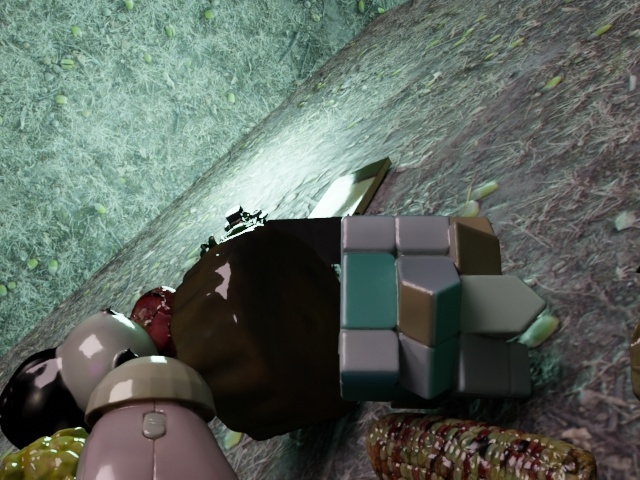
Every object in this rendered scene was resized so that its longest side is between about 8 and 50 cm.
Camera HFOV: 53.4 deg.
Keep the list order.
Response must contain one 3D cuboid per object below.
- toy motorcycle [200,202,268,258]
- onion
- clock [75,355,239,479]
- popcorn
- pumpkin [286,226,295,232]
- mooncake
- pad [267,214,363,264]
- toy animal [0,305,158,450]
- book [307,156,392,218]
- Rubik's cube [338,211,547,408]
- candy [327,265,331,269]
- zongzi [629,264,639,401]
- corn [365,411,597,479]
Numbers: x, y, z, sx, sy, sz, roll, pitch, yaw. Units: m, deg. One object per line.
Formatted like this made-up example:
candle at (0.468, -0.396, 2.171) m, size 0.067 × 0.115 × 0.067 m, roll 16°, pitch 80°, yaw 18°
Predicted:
toy motorcycle at (-0.214, -0.001, 1.641) m, size 0.187 × 0.125 × 0.275 m, roll -26°, pitch 21°, yaw 9°
onion at (-0.352, 0.197, 1.453) m, size 0.184 × 0.147 × 0.184 m, roll -18°, pitch 66°, yaw 45°
clock at (-0.176, 0.320, 0.666) m, size 0.326 × 0.184 × 0.342 m, roll -147°, pitch 67°, yaw -66°
popcorn at (-0.427, 0.413, 0.973) m, size 0.259 × 0.259 × 0.212 m, roll -30°, pitch -19°, yaw 23°
pumpkin at (-0.082, 0.060, 1.334) m, size 0.254 × 0.130 × 0.149 m, roll -11°, pitch 63°, yaw 59°
mooncake at (-0.076, 0.129, 0.893) m, size 0.161 × 0.290 × 0.290 m, roll -30°, pitch 22°, yaw 28°
pad at (0.000, 0.000, 1.196) m, size 0.193 × 0.004 × 0.116 m, roll -3°, pitch 52°, yaw -11°
toy animal at (-0.482, 0.292, 1.316) m, size 0.310 × 0.251 × 0.251 m, roll -44°, pitch 20°, yaw 6°
book at (0.043, -0.079, 1.483) m, size 0.201 × 0.026 × 0.289 m, roll -18°, pitch 29°, yaw 45°
Rubik's cube at (0.126, 0.075, 0.715) m, size 0.212 × 0.265 × 0.224 m, roll 1°, pitch 66°, yaw 4°
candy at (-0.041, 0.098, 1.163) m, size 0.143 × 0.101 × 0.271 m, roll -25°, pitch 13°, yaw 9°
zongzi at (0.437, -0.012, 0.499) m, size 0.356 × 0.174 × 0.393 m, roll -19°, pitch 22°, yaw 34°
corn at (0.149, 0.218, 0.617) m, size 0.253 × 0.086 × 0.086 m, roll -10°, pitch 35°, yaw 49°
